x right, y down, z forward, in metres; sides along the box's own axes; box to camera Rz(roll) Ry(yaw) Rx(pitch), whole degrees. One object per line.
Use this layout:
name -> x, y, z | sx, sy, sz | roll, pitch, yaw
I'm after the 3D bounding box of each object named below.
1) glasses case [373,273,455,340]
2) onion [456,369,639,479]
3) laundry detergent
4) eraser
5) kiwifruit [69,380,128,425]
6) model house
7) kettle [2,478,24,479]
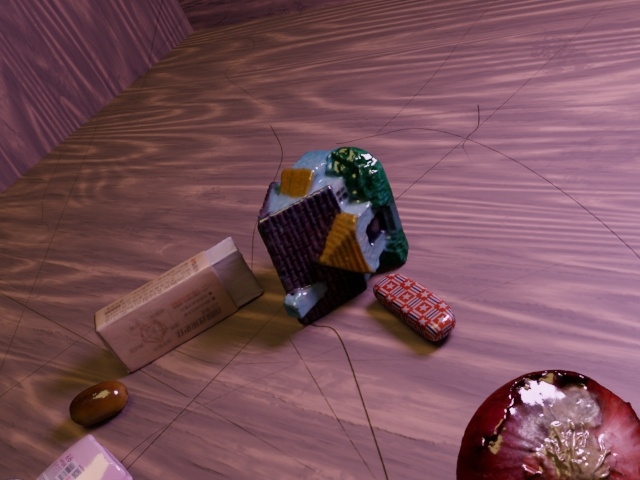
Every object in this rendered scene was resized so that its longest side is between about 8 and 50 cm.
glasses case -> 0.175, 0.121, 1.177 | 0.073, 0.049, 0.194 | -35, 36, -14
onion -> 0.291, 0.307, 0.782 | 0.271, 0.195, 0.272 | 1, 64, -3
laundry detergent -> -0.486, 0.499, 1.089 | 0.159, 0.088, 0.335 | 25, 61, 38
eraser -> -0.307, 0.138, 1.387 | 0.343, 0.144, 0.078 | -30, 33, -6
kiwifruit -> -0.451, 0.330, 1.296 | 0.124, 0.075, 0.075 | -21, 35, 2
model house -> 0.000, 0.000, 1.243 | 0.230, 0.281, 0.249 | 3, 39, 37
kettle -> -0.454, 0.499, 0.953 | 0.240, 0.165, 0.255 | -17, 60, -37
